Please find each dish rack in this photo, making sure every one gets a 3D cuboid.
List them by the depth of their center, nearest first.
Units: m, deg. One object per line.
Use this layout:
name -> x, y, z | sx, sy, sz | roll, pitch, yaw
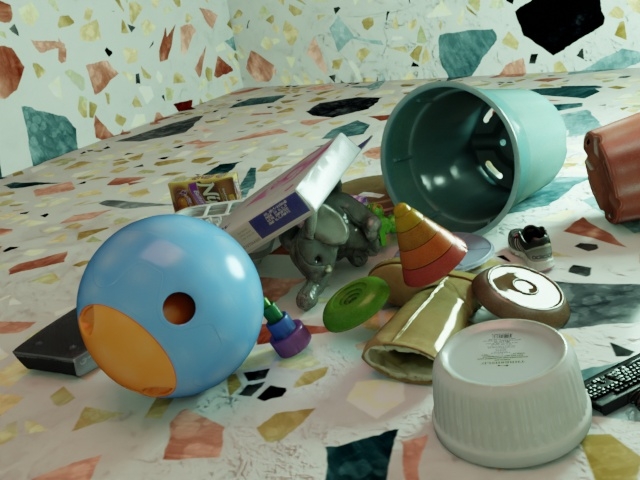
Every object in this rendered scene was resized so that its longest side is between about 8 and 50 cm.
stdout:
dish rack -> -0.230, -0.010, 1.840 | 0.286, 0.072, 0.333 | -7, 20, 5

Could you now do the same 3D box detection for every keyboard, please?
keyboard -> 0.442, 0.181, 1.080 | 0.192, 0.038, 0.100 | -20, 23, -24

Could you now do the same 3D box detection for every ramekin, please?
ramekin -> 0.243, 0.189, 1.026 | 0.207, 0.109, 0.207 | -12, 21, 5

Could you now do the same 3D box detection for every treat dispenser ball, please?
treat dispenser ball -> -0.234, 0.102, 1.231 | 0.288, 0.288, 0.288 | -8, 20, 3

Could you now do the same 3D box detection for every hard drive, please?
hard drive -> -0.424, 0.170, 1.469 | 0.172, 0.054, 0.255 | 1, 23, 28

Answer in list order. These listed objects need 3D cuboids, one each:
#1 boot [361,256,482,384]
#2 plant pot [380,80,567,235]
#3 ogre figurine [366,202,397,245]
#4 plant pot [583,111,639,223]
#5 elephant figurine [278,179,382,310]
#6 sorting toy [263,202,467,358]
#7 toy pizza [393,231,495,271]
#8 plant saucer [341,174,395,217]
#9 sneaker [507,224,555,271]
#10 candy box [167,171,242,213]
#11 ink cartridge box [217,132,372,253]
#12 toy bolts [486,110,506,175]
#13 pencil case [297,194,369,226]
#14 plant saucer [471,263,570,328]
boot -> 0.137, 0.124, 1.298 | 0.236, 0.089, 0.269 | 2, 25, 30
plant pot -> 0.370, -0.200, 1.759 | 0.341, 0.341, 0.334 | 9, 20, 41
ogre figurine -> 0.108, -0.031, 1.721 | 0.197, 0.096, 0.118 | 15, -7, -29
plant pot -> 0.699, -0.162, 1.598 | 0.265, 0.272, 0.272 | -16, 20, 7
elephant figurine -> 0.000, 0.000, 1.541 | 0.186, 0.169, 0.239 | 32, 34, 33
sorting toy -> 0.052, 0.054, 1.284 | 0.366, 0.126, 0.127 | -31, 19, 10
toy pizza -> 0.247, 0.034, 1.567 | 0.201, 0.032, 0.201 | -9, 21, 4
plant saucer -> 0.136, -0.116, 2.005 | 0.278, 0.041, 0.278 | -8, 21, 3
sneaker -> 0.410, -0.002, 1.526 | 0.063, 0.074, 0.170 | -10, 20, -1
candy box -> -0.307, -0.119, 2.111 | 0.187, 0.109, 0.053 | -6, 20, 10
ink cartridge box -> -0.078, -0.091, 1.593 | 0.324, 0.071, 0.330 | -31, 16, 37
toy bolts -> 0.463, -0.245, 2.142 | 0.228, 0.158, 0.218 | -30, -13, -23
pencil case -> 0.015, -0.066, 1.857 | 0.206, 0.086, 0.088 | 0, 30, 23
plant saucer -> 0.337, 0.087, 1.304 | 0.169, 0.029, 0.168 | 9, 32, -6
